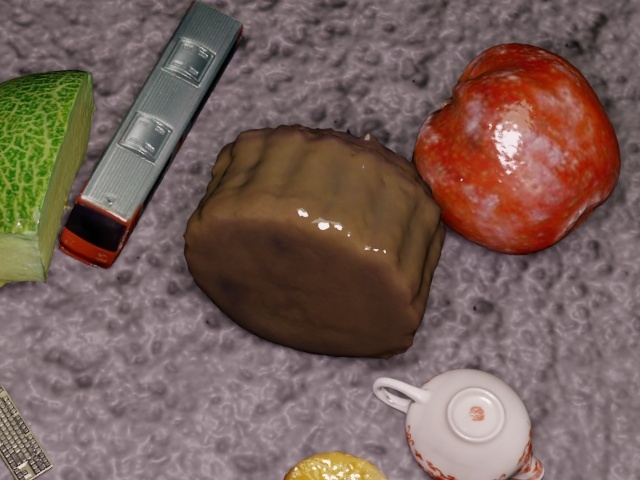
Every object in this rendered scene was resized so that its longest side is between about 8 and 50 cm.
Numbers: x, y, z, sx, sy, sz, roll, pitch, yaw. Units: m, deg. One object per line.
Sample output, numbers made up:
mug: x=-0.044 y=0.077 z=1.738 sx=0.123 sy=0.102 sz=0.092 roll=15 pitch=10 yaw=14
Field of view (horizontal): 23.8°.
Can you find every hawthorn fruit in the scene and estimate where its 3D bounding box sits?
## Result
hawthorn fruit: x=0.261 y=-0.119 z=2.050 sx=0.284 sy=0.284 sz=0.284 roll=3 pitch=65 yaw=-6

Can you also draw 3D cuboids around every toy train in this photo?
toy train: x=-0.232 y=-0.151 z=2.089 sx=0.086 sy=0.089 sz=0.409 roll=27 pitch=64 yaw=0

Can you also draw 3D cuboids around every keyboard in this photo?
keyboard: x=-0.392 y=0.247 z=1.923 sx=0.049 sy=0.015 sz=0.129 roll=-30 pitch=72 yaw=-18

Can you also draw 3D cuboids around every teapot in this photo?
teapot: x=0.180 y=0.236 z=1.958 sx=0.245 sy=0.116 sz=0.159 roll=31 pitch=76 yaw=14

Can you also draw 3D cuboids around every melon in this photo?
melon: x=-0.415 y=-0.093 z=2.000 sx=0.226 sy=0.331 sz=0.343 roll=30 pitch=50 yaw=-34

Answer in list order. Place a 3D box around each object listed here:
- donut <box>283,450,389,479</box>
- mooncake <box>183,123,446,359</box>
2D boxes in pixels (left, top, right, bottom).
donut: x=0.015 y=0.363 z=1.888 sx=0.174 sy=0.074 sz=0.190 roll=1 pitch=61 yaw=-5
mooncake: x=-0.002 y=0.000 z=1.922 sx=0.324 sy=0.324 sz=0.187 roll=19 pitch=58 yaw=2
